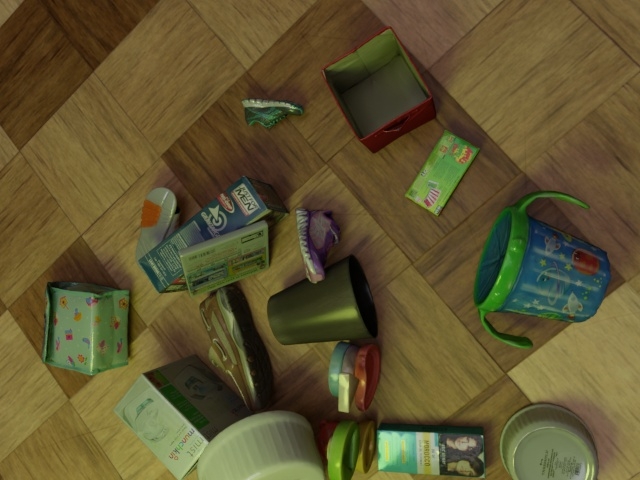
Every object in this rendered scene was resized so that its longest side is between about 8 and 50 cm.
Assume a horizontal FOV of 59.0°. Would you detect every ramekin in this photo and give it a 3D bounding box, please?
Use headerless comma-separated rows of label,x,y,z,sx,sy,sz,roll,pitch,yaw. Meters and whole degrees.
ramekin,-0.121,0.522,1.242,0.277,0.277,0.135,-47,40,10
ramekin,0.501,0.471,1.235,0.207,0.109,0.207,0,88,15

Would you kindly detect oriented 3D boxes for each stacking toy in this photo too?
stacking toy,0.036,0.386,1.281,0.130,0.279,0.309,3,89,21

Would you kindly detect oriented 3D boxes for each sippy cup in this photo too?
sippy cup,0.472,0.068,1.203,0.224,0.305,0.240,18,50,4

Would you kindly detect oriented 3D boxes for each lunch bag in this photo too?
lunch bag,-0.658,0.228,1.528,0.262,0.160,0.223,5,94,26

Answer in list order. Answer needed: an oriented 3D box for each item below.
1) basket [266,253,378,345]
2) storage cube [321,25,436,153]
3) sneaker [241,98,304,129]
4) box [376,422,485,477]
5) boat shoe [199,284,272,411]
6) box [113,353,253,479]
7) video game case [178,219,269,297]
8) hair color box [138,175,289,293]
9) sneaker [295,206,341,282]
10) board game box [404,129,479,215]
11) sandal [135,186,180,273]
basket,-0.001,0.161,1.358,0.227,0.154,0.204,-17,83,18
storage cube,0.140,-0.334,1.303,0.184,0.193,0.215,-30,83,13
sneaker,-0.121,-0.323,1.449,0.166,0.065,0.076,8,108,18
box,0.258,0.490,1.324,0.244,0.060,0.100,-3,88,15
boat shoe,-0.218,0.278,1.434,0.116,0.123,0.324,-25,74,17
box,-0.324,0.421,1.378,0.231,0.262,0.127,40,99,13
video game case,-0.225,0.047,1.357,0.212,0.193,0.023,-21,59,-17
hair color box,-0.262,-0.009,1.414,0.347,0.174,0.105,-37,80,12
sneaker,0.000,0.000,1.344,0.105,0.236,0.095,-7,131,-1
board game box,0.287,-0.158,1.337,0.092,0.043,0.181,33,98,13
sandal,-0.430,-0.031,1.518,0.102,0.076,0.265,37,119,21
